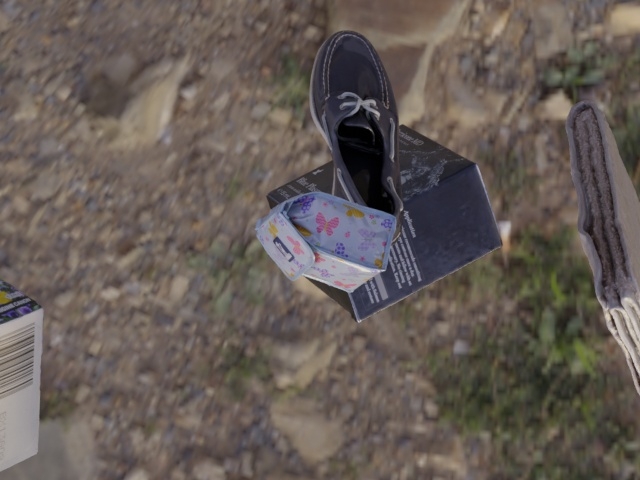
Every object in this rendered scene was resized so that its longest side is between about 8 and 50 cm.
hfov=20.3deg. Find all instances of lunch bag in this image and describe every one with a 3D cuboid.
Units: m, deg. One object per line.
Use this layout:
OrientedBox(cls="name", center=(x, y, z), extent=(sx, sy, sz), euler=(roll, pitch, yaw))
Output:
OrientedBox(cls="lunch bag", center=(0.000, 0.000, 1.234), extent=(0.083, 0.071, 0.053), euler=(21, 71, -14))

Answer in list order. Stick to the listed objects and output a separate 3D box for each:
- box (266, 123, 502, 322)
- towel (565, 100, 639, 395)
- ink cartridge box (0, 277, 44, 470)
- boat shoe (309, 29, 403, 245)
OrientedBox(cls="box", center=(0.057, -0.020, 1.656), extent=(0.158, 0.156, 0.093), euler=(-27, 116, -14))
OrientedBox(cls="towel", center=(0.302, 0.013, 1.804), extent=(0.049, 0.282, 0.187), euler=(-16, 132, 15))
OrientedBox(cls="ink cartridge box", center=(-0.143, 0.027, 0.622), extent=(0.115, 0.029, 0.063), euler=(30, 127, 33))
OrientedBox(cls="boat shoe", center=(0.037, -0.088, 1.441), extent=(0.075, 0.206, 0.065), euler=(2, 155, -15))
